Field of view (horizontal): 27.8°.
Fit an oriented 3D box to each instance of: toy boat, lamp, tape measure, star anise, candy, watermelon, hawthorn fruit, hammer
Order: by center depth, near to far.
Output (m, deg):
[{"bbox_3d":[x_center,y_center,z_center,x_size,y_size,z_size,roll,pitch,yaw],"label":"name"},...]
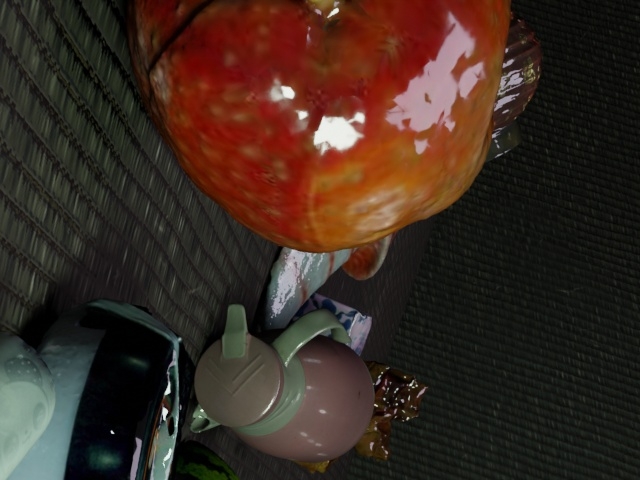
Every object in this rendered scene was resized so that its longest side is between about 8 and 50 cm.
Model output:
[{"bbox_3d":[-0.196,0.148,0.685,0.116,0.070,0.194,-58,165,-59],"label":"hammer"},{"bbox_3d":[-0.001,-0.122,0.803,0.262,0.258,0.258,38,67,-50],"label":"hawthorn fruit"},{"bbox_3d":[-0.143,0.132,0.824,0.181,0.107,0.182,89,11,-65],"label":"tape measure"},{"bbox_3d":[-0.142,0.275,1.278,0.135,0.125,0.094,-25,172,-39],"label":"watermelon"},{"bbox_3d":[0.141,-0.199,1.522,0.247,0.247,0.247,18,90,-80],"label":"lamp"},{"bbox_3d":[0.000,0.000,1.537,0.282,0.096,0.206,-46,142,-40],"label":"toy boat"},{"bbox_3d":[0.011,0.229,1.720,0.346,0.237,0.148,7,73,-60],"label":"star anise"},{"bbox_3d":[0.015,0.117,1.749,0.160,0.092,0.073,32,78,-79],"label":"candy"}]

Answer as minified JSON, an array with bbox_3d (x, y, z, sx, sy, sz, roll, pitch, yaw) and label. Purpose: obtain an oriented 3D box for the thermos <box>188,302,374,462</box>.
[{"bbox_3d":[-0.036,0.147,1.360,0.176,0.146,0.265,-45,160,3],"label":"thermos"}]
